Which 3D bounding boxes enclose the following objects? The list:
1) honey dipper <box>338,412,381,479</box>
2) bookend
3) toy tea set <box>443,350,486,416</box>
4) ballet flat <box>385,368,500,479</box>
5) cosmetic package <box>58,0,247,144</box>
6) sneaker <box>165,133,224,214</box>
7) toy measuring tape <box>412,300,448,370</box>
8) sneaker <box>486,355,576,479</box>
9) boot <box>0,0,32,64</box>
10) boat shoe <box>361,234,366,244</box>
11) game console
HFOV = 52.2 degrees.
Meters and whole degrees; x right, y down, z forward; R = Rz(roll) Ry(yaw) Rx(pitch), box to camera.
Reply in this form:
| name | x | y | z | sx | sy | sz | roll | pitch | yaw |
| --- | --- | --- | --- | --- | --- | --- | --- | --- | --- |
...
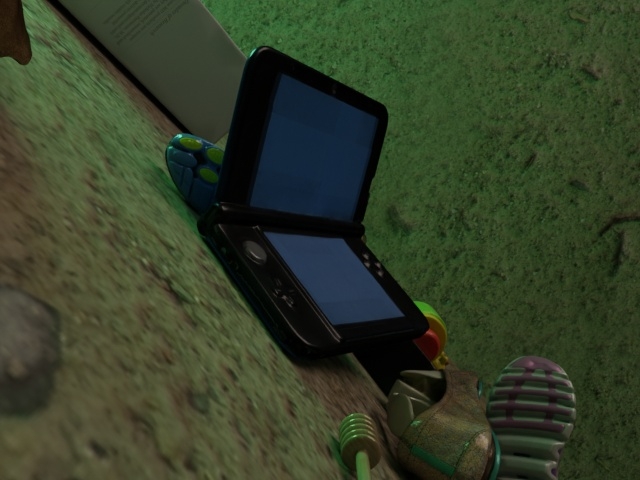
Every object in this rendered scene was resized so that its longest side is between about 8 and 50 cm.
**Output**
| name | x | y | z | sx | sy | sz | roll | pitch | yaw |
| --- | --- | --- | --- | --- | --- | --- | --- | --- | --- |
| honey dipper | 0.030 | 0.165 | 0.429 | 0.030 | 0.030 | 0.160 | 48 | 8 | -10 |
| bookend | 0.097 | 0.147 | 0.919 | 0.157 | 0.072 | 0.156 | 51 | 5 | 22 |
| toy tea set | 0.308 | 0.304 | 1.305 | 0.336 | 0.124 | 0.200 | 51 | 5 | 24 |
| ballet flat | 0.127 | 0.190 | 0.725 | 0.106 | 0.107 | 0.316 | 22 | -1 | 8 |
| cosmetic package | -0.267 | -0.346 | 1.015 | 0.385 | 0.156 | 0.217 | 44 | 5 | -39 |
| sneaker | -0.112 | -0.052 | 0.733 | 0.078 | 0.067 | 0.188 | 25 | -11 | 40 |
| toy measuring tape | 0.129 | 0.126 | 1.154 | 0.330 | 0.121 | 0.121 | 47 | 5 | -22 |
| sneaker | 0.231 | 0.251 | 0.742 | 0.095 | 0.236 | 0.104 | 7 | -26 | 15 |
| boot | -0.260 | -0.199 | 0.433 | 0.305 | 0.112 | 0.115 | 48 | -28 | 44 |
| boat shoe | 0.000 | 0.000 | 0.970 | 0.104 | 0.111 | 0.307 | 49 | 4 | -12 |
| game console | 0.031 | -0.031 | 0.698 | 0.250 | 0.173 | 0.293 | 51 | 23 | 23 |
